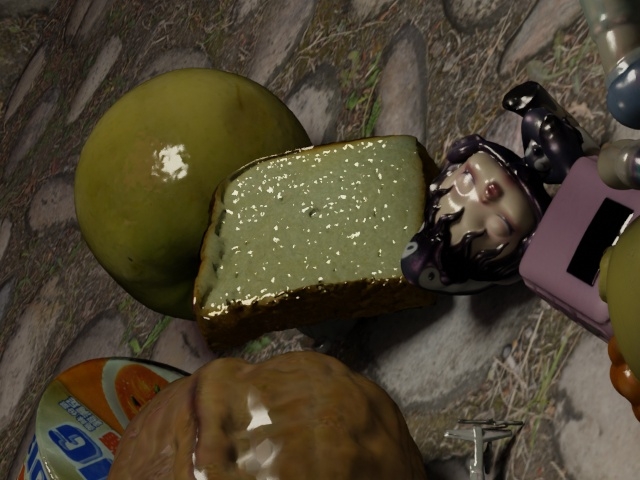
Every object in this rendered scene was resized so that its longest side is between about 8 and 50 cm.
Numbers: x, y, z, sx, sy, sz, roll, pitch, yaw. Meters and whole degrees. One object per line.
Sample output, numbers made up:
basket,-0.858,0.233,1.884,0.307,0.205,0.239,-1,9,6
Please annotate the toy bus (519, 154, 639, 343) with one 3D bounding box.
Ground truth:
toy bus,0.267,0.026,1.575,0.142,0.142,0.202,-60,25,3

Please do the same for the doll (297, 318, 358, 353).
doll,0.011,0.051,2.128,0.102,0.075,0.227,-33,24,27

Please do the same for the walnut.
walnut,-0.052,0.272,1.780,0.306,0.306,0.344,-43,24,35

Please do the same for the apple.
apple,-0.140,-0.049,2.306,0.292,0.292,0.254,-48,33,28

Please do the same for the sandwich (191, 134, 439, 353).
sandwich,0.000,0.000,2.053,0.251,0.087,0.226,-11,48,16

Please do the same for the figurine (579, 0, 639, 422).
figurine,0.259,-0.023,1.387,0.224,0.382,0.205,-31,-13,8

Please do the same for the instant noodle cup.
instant noodle cup,-0.207,0.294,2.074,0.214,0.296,0.296,-56,25,32

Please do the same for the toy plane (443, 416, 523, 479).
toy plane,0.124,0.248,1.654,0.273,0.182,0.107,-128,36,-64

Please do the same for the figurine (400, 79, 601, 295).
figurine,0.167,-0.035,1.861,0.222,0.145,0.145,-42,31,20
